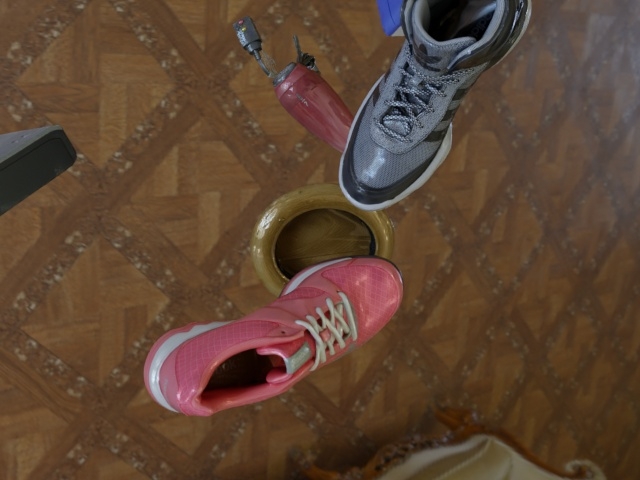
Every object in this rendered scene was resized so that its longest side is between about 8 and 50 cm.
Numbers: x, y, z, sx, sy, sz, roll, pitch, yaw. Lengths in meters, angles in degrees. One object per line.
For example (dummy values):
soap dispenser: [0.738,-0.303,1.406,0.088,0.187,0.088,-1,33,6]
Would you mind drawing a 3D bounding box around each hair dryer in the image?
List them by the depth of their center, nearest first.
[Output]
hair dryer: [-0.005,-0.258,1.373,0.080,0.293,0.224,-40,159,28]

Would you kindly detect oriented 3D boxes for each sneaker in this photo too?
sneaker: [0.091,-0.147,0.756,0.268,0.101,0.153,-55,167,9]
sneaker: [-0.026,0.114,0.886,0.314,0.136,0.115,-24,105,-20]

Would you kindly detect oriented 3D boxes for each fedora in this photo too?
fedora: [0.000,0.000,1.112,0.194,0.079,0.194,-3,112,-8]

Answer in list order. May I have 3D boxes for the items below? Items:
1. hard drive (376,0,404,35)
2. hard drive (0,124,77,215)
hard drive: [0.142,-0.422,1.017,0.040,0.319,0.210,-6,79,-23]
hard drive: [-0.190,-0.019,0.394,0.094,0.135,0.022,-46,122,-37]
